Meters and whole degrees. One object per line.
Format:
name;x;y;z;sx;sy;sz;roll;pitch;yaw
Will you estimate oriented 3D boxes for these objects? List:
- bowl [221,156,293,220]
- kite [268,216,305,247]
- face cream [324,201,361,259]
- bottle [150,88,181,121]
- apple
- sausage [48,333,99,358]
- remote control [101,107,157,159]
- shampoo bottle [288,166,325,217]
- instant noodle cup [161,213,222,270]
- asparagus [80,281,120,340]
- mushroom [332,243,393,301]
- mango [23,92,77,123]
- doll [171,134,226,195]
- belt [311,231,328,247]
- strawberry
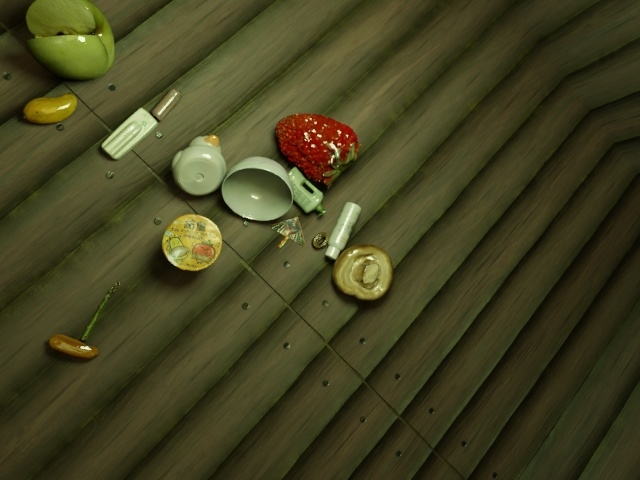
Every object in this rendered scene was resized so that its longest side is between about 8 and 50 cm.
bowl;-0.247;-0.227;1.668;0.287;0.287;0.143;17;46;-15
kite;-0.137;-0.035;1.803;0.190;0.010;0.159;28;80;-13
face cream;0.097;-0.039;1.832;0.082;0.082;0.268;27;77;-14
bottle;-0.624;-0.549;1.660;0.053;0.053;0.140;37;78;-12
apple;-0.895;-0.723;1.471;0.254;0.292;0.291;-7;89;5
sausage;-0.919;0.398;1.521;0.183;0.054;0.062;29;107;-16
remote control;-0.753;-0.419;1.616;0.090;0.049;0.230;43;75;-13
shampoo bottle;-0.067;-0.201;1.791;0.234;0.087;0.118;44;94;-11
instant noodle cup;-0.500;0.011;1.605;0.216;0.172;0.215;1;86;-17
asparagus;-0.840;0.267;1.567;0.248;0.024;0.025;-63;146;-11
mushroom;0.192;0.146;1.824;0.279;0.146;0.278;-1;93;-12
mango;-1.006;-0.490;1.532;0.190;0.075;0.098;-27;103;-23
doll;-0.480;-0.308;1.637;0.221;0.221;0.251;31;113;-13
belt;0.000;0.000;1.829;0.083;0.036;0.059;-43;100;-15
strawberry;-0.007;-0.421;1.750;0.292;0.292;0.343;-42;85;-15
